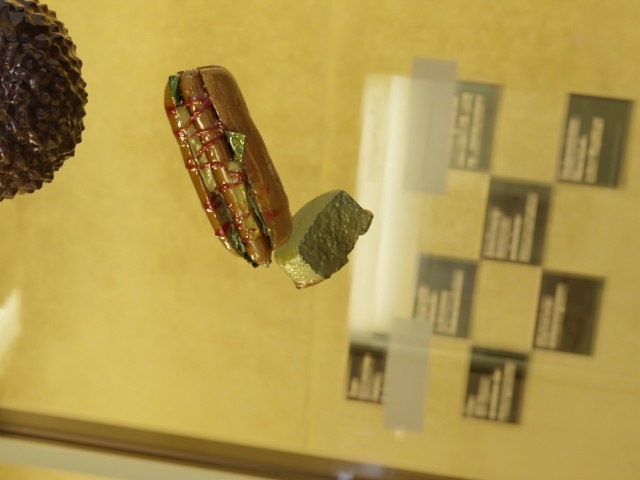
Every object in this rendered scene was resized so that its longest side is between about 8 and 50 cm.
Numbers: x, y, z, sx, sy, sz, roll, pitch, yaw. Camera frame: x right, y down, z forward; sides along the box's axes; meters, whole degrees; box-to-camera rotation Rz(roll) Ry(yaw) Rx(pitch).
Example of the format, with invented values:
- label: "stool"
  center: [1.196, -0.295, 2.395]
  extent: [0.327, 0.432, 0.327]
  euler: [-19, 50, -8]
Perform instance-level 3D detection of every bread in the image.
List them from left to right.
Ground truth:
- label: "bread"
  center: [-0.004, -0.002, 2.150]
  extent: [0.156, 0.086, 0.125]
  euler: [-54, 25, -20]

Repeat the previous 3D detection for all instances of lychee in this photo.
- label: "lychee"
  center: [-0.272, -0.118, 1.161]
  extent: [0.188, 0.188, 0.188]
  euler: [8, -90, -82]

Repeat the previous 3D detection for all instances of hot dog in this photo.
- label: "hot dog"
  center: [-0.105, -0.080, 1.675]
  extent: [0.076, 0.104, 0.250]
  euler: [-48, -58, -64]
